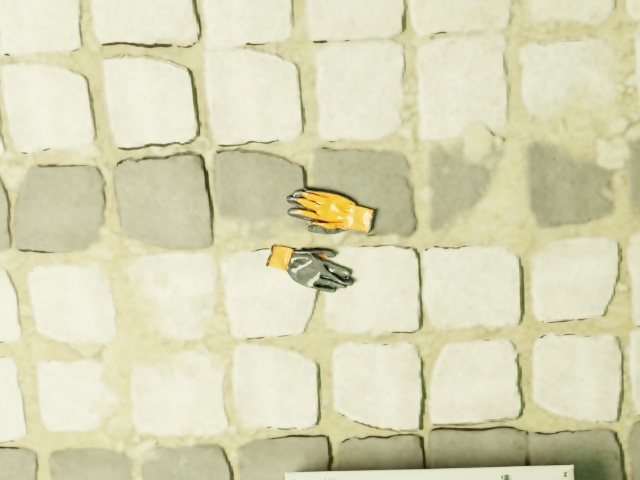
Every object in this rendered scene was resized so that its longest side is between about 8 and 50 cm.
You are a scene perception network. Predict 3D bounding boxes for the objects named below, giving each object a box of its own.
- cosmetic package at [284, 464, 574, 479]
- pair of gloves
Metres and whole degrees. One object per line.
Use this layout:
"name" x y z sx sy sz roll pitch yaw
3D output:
"cosmetic package" 0.091 0.237 1.332 0.239 0.060 0.099 -2 77 3
"pair of gloves" 0.000 0.000 1.312 0.074 0.010 0.083 18 107 -3
